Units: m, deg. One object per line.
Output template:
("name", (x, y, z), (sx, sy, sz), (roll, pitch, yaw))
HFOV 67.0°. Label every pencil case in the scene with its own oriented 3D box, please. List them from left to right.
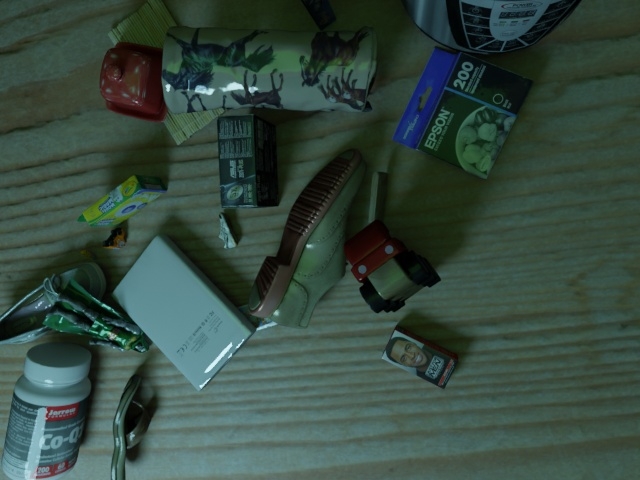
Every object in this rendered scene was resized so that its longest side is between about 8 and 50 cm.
("pencil case", (-0.100, -0.323, 0.922), (0.411, 0.183, 0.159), (0, 98, 1))

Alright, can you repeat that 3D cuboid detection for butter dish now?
("butter dish", (-0.411, -0.348, 1.037), (0.160, 0.118, 0.159), (15, 100, 11))

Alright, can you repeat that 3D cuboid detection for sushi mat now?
("sushi mat", (-0.344, -0.384, 1.089), (0.151, 0.019, 0.316), (-33, 87, 13))

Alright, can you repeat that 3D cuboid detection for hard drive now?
("hard drive", (-0.315, 0.163, 1.099), (0.307, 0.040, 0.203), (44, 106, 9))

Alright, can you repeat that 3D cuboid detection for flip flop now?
("flip flop", (-0.443, 0.449, 1.140), (0.080, 0.112, 0.276), (6, 94, -15))

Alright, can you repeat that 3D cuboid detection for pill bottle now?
("pill bottle", (-0.637, 0.399, 1.139), (0.161, 0.161, 0.283), (16, 98, 10))

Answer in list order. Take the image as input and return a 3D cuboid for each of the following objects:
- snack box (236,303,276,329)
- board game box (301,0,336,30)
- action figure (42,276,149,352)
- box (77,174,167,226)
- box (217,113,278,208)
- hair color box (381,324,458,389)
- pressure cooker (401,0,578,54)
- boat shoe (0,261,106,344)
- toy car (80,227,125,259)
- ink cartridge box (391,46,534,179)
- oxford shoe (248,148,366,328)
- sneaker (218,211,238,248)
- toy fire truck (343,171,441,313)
("snack box", (-0.152, 0.172, 1.090), (0.178, 0.022, 0.064), (-19, 89, 13))
("board game box", (-0.048, -0.511, 0.901), (0.042, 0.243, 0.165), (-32, 88, 11))
("action figure", (-0.500, 0.198, 1.115), (0.232, 0.063, 0.137), (32, 105, -19))
("box", (-0.448, -0.082, 1.091), (0.179, 0.105, 0.043), (-30, 87, 13))
("box", (-0.146, -0.156, 0.999), (0.078, 0.147, 0.180), (-1, 95, 12))
("hair color box", (0.207, 0.242, 1.009), (0.141, 0.043, 0.071), (24, 100, 10))
("pressure cooker", (0.286, -0.524, 0.728), (0.375, 0.420, 0.370), (42, 93, 7))
("boat shoe", (-0.652, 0.159, 1.153), (0.321, 0.103, 0.118), (-28, 89, 12))
("toy car", (-0.511, 0.010, 1.156), (0.122, 0.060, 0.040), (-14, 136, 29))
("ink cartridge box", (0.275, -0.255, 0.956), (0.208, 0.045, 0.206), (25, 99, 11))
("oxford shoe", (0.000, 0.000, 1.012), (0.147, 0.140, 0.396), (28, 96, -23))
("sneaker", (-0.216, -0.021, 1.083), (0.037, 0.032, 0.083), (-21, 89, 13))
("toy fire truck", (0.120, -0.006, 0.932), (0.158, 0.217, 0.246), (-38, 72, 13))
